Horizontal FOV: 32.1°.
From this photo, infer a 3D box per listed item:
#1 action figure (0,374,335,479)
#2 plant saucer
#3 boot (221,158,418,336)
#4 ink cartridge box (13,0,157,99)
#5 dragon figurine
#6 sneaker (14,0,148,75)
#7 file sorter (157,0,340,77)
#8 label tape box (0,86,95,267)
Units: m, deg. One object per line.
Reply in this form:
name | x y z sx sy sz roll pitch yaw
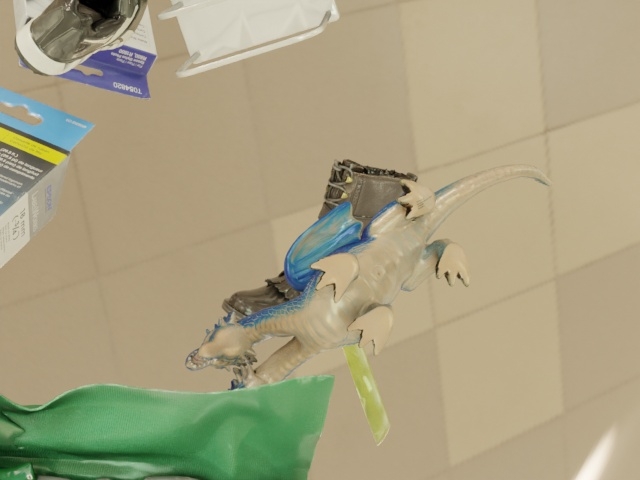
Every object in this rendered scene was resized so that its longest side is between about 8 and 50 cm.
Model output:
action figure | -0.118 0.099 0.363 0.232 0.063 0.137 6 108 -11
plant saucer | 0.079 0.248 1.997 0.037 0.241 0.241 -19 116 1
boot | 0.000 0.000 1.448 0.263 0.091 0.229 -5 119 -43
ink cartridge box | -0.360 -0.336 1.702 0.223 0.224 0.045 11 142 -37
dragon figurine | 0.029 0.021 0.793 0.289 0.144 0.085 -42 101 -26
sneaker | -0.237 -0.259 1.233 0.078 0.106 0.234 51 33 -9
file sorter | -0.114 -0.349 1.265 0.192 0.173 0.278 -15 106 10
label tape box | -0.516 -0.082 1.616 0.334 0.240 0.106 -53 160 -44
